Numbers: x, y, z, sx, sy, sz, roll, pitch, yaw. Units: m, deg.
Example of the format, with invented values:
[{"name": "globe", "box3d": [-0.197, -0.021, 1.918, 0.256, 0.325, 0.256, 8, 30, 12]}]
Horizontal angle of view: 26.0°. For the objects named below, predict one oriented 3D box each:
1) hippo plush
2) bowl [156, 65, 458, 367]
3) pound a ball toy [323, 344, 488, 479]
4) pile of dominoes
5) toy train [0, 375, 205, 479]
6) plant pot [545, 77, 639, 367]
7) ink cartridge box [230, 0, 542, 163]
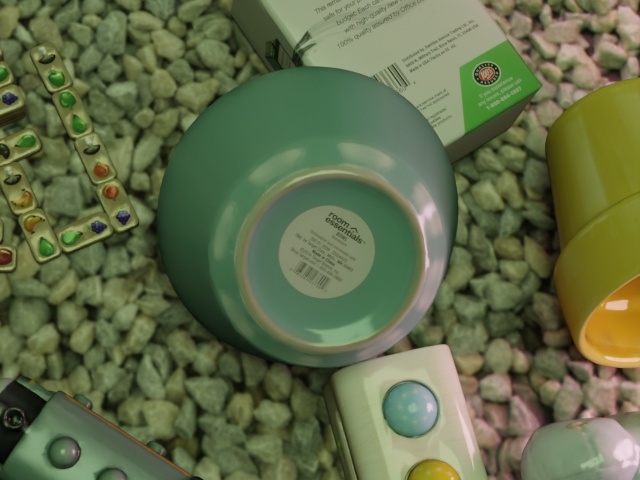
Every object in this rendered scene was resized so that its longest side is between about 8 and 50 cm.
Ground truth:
[{"name": "hippo plush", "box3d": [0.321, 0.264, 1.327, 0.294, 0.234, 0.237, 1, 63, -25]}, {"name": "bowl", "box3d": [0.000, 0.000, 1.334, 0.311, 0.163, 0.312, -2, 107, -8]}, {"name": "pound a ball toy", "box3d": [0.071, 0.280, 1.352, 0.208, 0.136, 0.319, -11, 74, -13]}, {"name": "pile of dominoes", "box3d": [-0.329, -0.093, 1.460, 0.196, 0.040, 0.251, -24, 77, -16]}, {"name": "toy train", "box3d": [-0.187, 0.241, 1.294, 0.334, 0.190, 0.142, 34, 70, 3]}, {"name": "plant pot", "box3d": [0.348, -0.029, 1.453, 0.254, 0.254, 0.239, -9, 58, -12]}, {"name": "ink cartridge box", "box3d": [0.066, -0.212, 1.517, 0.211, 0.121, 0.289, -31, 80, -16]}]
